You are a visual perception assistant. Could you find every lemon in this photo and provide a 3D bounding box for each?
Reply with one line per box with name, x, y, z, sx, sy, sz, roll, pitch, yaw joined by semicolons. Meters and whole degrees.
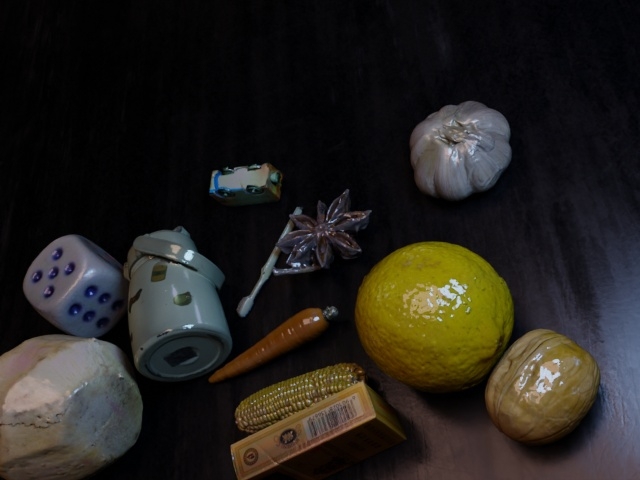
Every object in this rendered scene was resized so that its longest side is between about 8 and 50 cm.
lemon;0.201;0.135;1.255;0.293;0.293;0.293;-12;58;21

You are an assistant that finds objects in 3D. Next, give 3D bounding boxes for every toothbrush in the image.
toothbrush;-0.112;0.047;1.614;0.028;0.026;0.294;16;72;49

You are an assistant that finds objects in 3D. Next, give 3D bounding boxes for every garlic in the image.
garlic;0.287;-0.192;1.464;0.228;0.152;0.227;-16;56;25

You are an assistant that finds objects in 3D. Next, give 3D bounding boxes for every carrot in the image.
carrot;-0.106;0.224;1.488;0.336;0.069;0.069;-31;53;13

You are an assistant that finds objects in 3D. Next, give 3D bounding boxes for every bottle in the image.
bottle;-0.325;0.116;1.579;0.229;0.229;0.351;-29;50;10

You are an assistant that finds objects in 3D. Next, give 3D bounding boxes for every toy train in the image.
toy train;-0.174;-0.132;1.702;0.188;0.099;0.072;-4;64;24

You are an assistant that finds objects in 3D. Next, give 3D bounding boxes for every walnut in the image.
walnut;0.366;0.246;1.173;0.165;0.165;0.197;26;78;36

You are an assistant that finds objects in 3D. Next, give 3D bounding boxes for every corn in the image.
corn;-0.039;0.316;1.383;0.292;0.101;0.101;-23;55;18

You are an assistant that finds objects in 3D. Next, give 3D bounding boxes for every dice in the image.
dice;-0.582;0.113;1.715;0.192;0.193;0.194;35;81;36

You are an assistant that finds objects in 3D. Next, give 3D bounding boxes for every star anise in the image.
star anise;-0.001;-0.001;1.547;0.230;0.081;0.262;27;67;35

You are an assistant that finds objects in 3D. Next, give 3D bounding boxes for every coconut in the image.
coconut;-0.570;0.358;1.502;0.353;0.352;0.352;-12;58;21

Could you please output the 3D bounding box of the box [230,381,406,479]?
box;-0.001;0.368;1.282;0.274;0.174;0.076;-28;53;10
